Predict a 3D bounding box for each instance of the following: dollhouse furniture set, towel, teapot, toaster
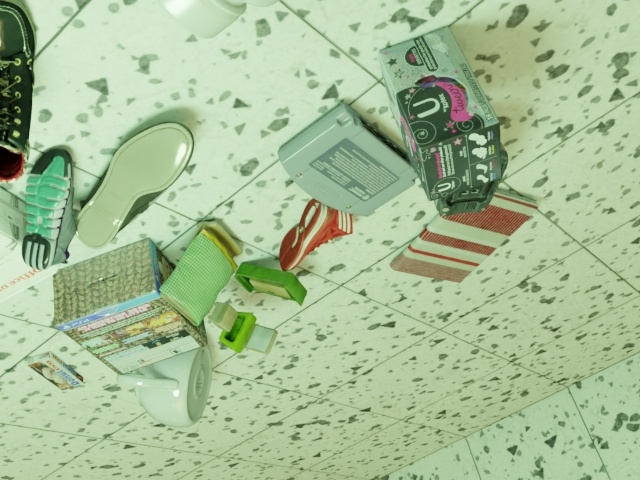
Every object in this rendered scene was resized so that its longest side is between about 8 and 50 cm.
[{"bbox_3d":[-0.182,0.115,1.643,0.151,0.197,0.301,12,156,30],"label":"dollhouse furniture set"},{"bbox_3d":[0.355,-0.014,1.864,0.237,0.037,0.329,12,136,-32],"label":"towel"},{"bbox_3d":[-0.400,0.358,1.928,0.187,0.252,0.255,5,128,8],"label":"teapot"},{"bbox_3d":[0.289,-0.165,1.519,0.129,0.146,0.227,-9,146,-12],"label":"toaster"}]

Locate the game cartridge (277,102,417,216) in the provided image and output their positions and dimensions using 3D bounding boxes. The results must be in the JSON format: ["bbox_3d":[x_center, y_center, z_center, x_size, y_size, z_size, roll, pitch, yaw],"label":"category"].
[{"bbox_3d":[0.057,-0.152,1.529,0.196,0.060,0.294,-36,141,21],"label":"game cartridge"}]

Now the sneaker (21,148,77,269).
[{"bbox_3d":[-0.484,-0.059,1.372,0.083,0.223,0.098,17,-172,16],"label":"sneaker"}]

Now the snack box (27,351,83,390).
[{"bbox_3d":[-0.689,0.342,1.949,0.064,0.022,0.178,-19,146,2],"label":"snack box"}]

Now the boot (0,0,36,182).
[{"bbox_3d":[-0.463,-0.219,1.104,0.085,0.178,0.236,0,142,-23],"label":"boot"}]

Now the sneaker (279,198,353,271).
[{"bbox_3d":[0.000,0.000,1.692,0.128,0.087,0.221,7,141,-29],"label":"sneaker"}]

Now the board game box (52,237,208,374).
[{"bbox_3d":[-0.423,0.158,1.691,0.232,0.141,0.291,-19,146,4],"label":"board game box"}]

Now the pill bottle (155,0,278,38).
[{"bbox_3d":[-0.059,-0.432,0.946,0.361,0.204,0.204,-32,143,23],"label":"pill bottle"}]

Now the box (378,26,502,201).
[{"bbox_3d":[0.206,-0.222,1.313,0.142,0.247,0.163,-20,145,3],"label":"box"}]

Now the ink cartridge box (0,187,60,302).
[{"bbox_3d":[-0.658,-0.006,1.381,0.207,0.117,0.283,-26,144,14],"label":"ink cartridge box"}]

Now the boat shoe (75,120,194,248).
[{"bbox_3d":[-0.345,-0.115,1.399,0.112,0.095,0.335,43,117,-12],"label":"boat shoe"}]
